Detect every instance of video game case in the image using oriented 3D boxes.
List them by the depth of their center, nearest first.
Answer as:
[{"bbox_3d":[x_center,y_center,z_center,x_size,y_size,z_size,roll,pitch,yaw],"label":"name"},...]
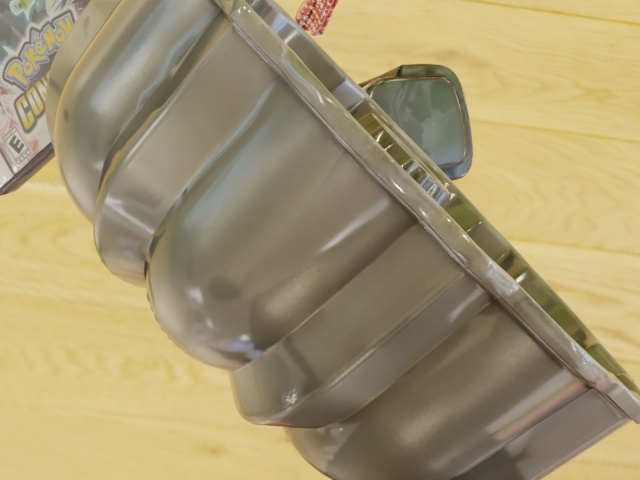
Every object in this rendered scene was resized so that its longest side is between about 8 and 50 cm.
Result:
[{"bbox_3d":[-0.303,-0.218,1.327,0.275,0.035,0.248,-35,84,32],"label":"video game case"}]

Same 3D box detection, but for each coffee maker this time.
[{"bbox_3d":[0.049,-0.098,1.194,0.171,0.178,0.120,-38,107,-36],"label":"coffee maker"}]

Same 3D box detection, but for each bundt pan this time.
[{"bbox_3d":[0.000,0.000,0.626,0.124,0.331,0.331,-44,104,8],"label":"bundt pan"}]

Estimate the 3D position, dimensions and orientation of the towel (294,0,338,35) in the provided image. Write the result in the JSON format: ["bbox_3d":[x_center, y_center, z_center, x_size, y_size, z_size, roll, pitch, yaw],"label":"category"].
[{"bbox_3d":[0.020,-0.284,1.023,0.031,0.275,0.198,11,83,-5],"label":"towel"}]
